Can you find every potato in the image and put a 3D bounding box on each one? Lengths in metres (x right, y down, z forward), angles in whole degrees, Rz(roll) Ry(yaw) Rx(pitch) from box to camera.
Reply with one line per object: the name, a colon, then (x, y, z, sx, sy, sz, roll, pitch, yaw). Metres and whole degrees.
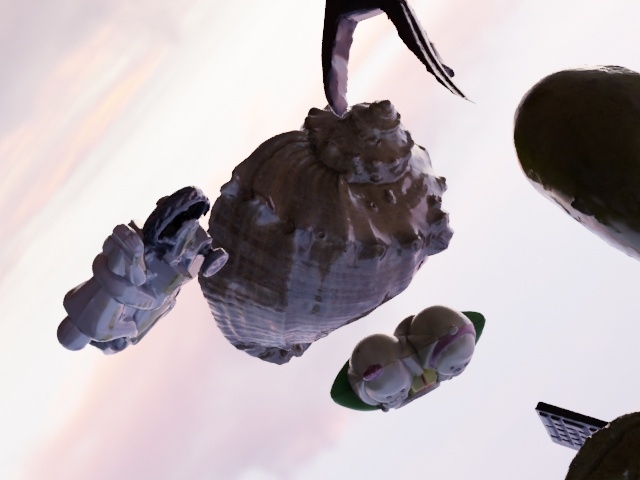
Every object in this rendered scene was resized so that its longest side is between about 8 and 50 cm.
potato: (0.288, -0.059, 1.264, 0.111, 0.272, 0.160, -24, 148, -54)

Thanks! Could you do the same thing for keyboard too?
keyboard: (0.367, 0.227, 1.362, 0.310, 0.101, 0.018, 15, -113, 31)

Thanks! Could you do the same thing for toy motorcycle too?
toy motorcycle: (-0.162, 0.037, 1.164, 0.151, 0.074, 0.228, -35, 168, -28)

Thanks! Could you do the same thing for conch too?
conch: (0.012, 0.004, 1.568, 0.210, 0.297, 0.352, 23, -70, 44)

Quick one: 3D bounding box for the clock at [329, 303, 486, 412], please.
clock: (0.116, 0.154, 1.774, 0.231, 0.103, 0.144, -28, 172, -13)

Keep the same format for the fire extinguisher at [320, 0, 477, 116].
fire extinguisher: (0.127, -0.171, 0.567, 0.337, 0.106, 0.147, -30, -122, 25)

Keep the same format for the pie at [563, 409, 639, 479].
pie: (0.344, 0.278, 1.215, 0.277, 0.277, 0.078, -56, 174, -3)
